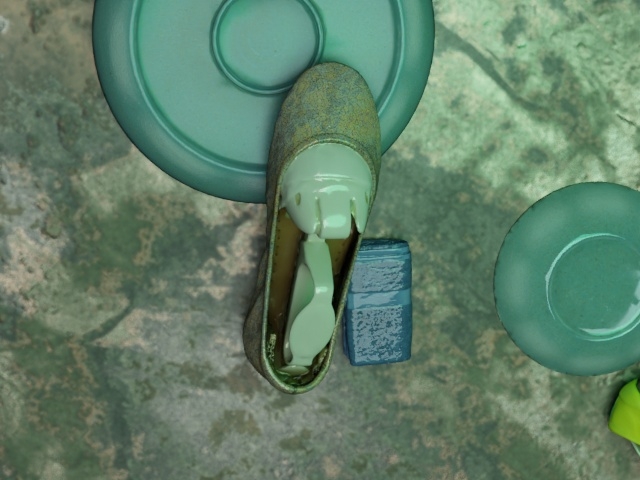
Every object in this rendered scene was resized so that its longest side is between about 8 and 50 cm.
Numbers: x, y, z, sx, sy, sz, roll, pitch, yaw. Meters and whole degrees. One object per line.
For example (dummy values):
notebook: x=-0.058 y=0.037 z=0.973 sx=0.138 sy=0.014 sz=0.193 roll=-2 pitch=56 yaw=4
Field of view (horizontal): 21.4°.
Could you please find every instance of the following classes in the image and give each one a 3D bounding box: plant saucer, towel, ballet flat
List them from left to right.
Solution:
plant saucer: x=-0.049 y=-0.186 z=1.541 sx=0.318 sy=0.044 sz=0.317 roll=-1 pitch=102 yaw=-6
ballet flat: x=0.000 y=0.000 z=1.522 sx=0.108 sy=0.106 sz=0.316 roll=3 pitch=114 yaw=-13
towel: x=0.054 y=0.058 z=1.610 sx=0.067 sy=0.029 sz=0.119 roll=-2 pitch=102 yaw=-5
plant saucer: x=0.266 y=0.042 z=1.625 sx=0.195 sy=0.037 sz=0.195 roll=-1 pitch=103 yaw=-6
ballet flat: x=0.378 y=0.224 z=1.644 sx=0.231 sy=0.077 sz=0.077 roll=38 pitch=112 yaw=5
